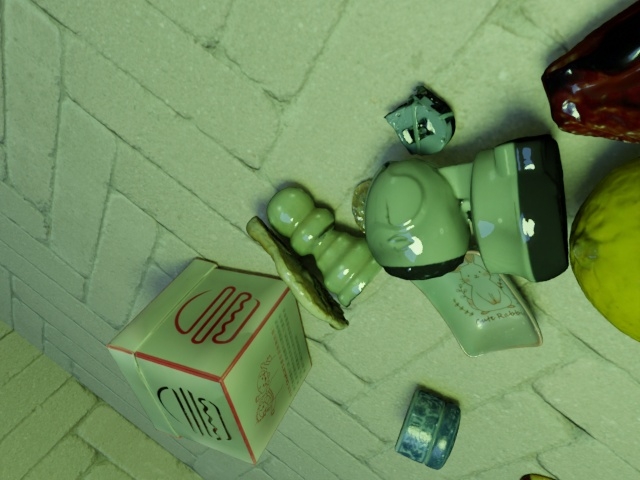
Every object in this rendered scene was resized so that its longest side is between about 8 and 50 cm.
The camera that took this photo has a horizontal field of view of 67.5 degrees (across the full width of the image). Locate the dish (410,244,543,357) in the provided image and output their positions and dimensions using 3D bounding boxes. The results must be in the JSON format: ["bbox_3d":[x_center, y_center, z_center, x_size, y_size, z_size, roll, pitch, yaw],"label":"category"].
[{"bbox_3d":[0.274,0.097,0.834,0.151,0.077,0.212,-26,108,44],"label":"dish"}]

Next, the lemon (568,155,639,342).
[{"bbox_3d":[0.432,0.012,0.548,0.268,0.267,0.267,17,131,20],"label":"lemon"}]

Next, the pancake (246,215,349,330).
[{"bbox_3d":[-0.044,0.066,0.935,0.282,0.049,0.282,50,178,3],"label":"pancake"}]

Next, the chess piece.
[{"bbox_3d":[0.000,0.000,0.901,0.243,0.133,0.133,41,135,5],"label":"chess piece"}]

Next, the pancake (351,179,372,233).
[{"bbox_3d":[0.118,-0.053,0.851,0.140,0.022,0.139,17,132,20],"label":"pancake"}]

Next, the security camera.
[{"bbox_3d":[0.190,-0.034,0.677,0.278,0.197,0.191,-4,103,29],"label":"security camera"}]

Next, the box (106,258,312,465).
[{"bbox_3d":[-0.231,0.272,1.120,0.300,0.312,0.314,8,128,25],"label":"box"}]

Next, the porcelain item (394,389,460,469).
[{"bbox_3d":[0.240,0.417,1.056,0.114,0.147,0.147,19,132,15],"label":"porcelain item"}]

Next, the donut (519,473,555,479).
[{"bbox_3d":[0.516,0.599,1.093,0.141,0.059,0.140,19,131,23],"label":"donut"}]

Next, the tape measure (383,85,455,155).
[{"bbox_3d":[0.153,-0.175,0.713,0.094,0.054,0.091,48,140,-6],"label":"tape measure"}]

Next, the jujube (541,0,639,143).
[{"bbox_3d":[0.364,-0.180,0.509,0.237,0.168,0.168,-8,119,38],"label":"jujube"}]
